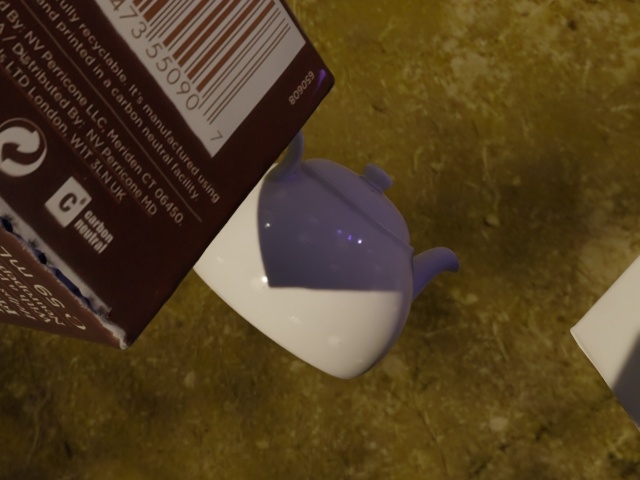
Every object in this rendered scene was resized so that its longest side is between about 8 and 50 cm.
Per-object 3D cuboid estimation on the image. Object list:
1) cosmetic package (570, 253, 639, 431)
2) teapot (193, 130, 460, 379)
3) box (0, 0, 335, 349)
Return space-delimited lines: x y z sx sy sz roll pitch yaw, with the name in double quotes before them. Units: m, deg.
"cosmetic package" 0.423 0.014 0.772 0.217 0.156 0.385 20 121 -34
"teapot" 0.000 0.000 0.940 0.252 0.256 0.187 38 94 8
"box" -0.140 -0.074 0.425 0.203 0.167 0.168 3 139 46
